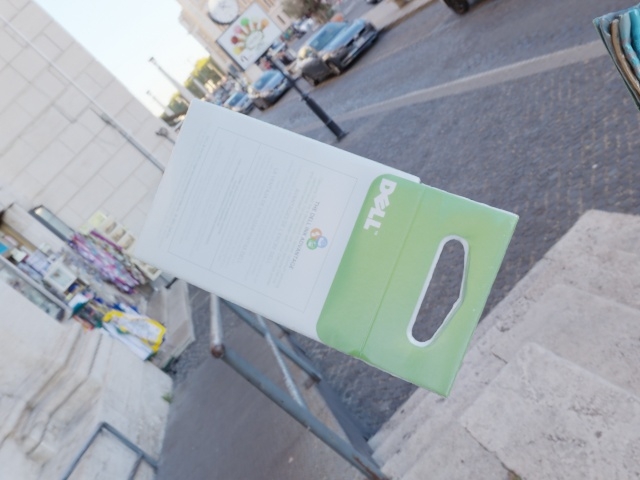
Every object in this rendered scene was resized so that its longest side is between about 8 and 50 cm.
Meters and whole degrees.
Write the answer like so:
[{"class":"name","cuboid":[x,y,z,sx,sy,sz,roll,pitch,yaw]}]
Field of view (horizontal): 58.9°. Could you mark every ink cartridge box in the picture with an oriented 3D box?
[{"class":"ink cartridge box","cuboid":[0.000,0.000,0.353,0.109,0.209,0.062,-68,-15,1]}]

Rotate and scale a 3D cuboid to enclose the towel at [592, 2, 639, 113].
[{"class":"towel","cuboid":[0.447,-0.110,0.644,0.271,0.370,0.040,-32,4,-43]}]
